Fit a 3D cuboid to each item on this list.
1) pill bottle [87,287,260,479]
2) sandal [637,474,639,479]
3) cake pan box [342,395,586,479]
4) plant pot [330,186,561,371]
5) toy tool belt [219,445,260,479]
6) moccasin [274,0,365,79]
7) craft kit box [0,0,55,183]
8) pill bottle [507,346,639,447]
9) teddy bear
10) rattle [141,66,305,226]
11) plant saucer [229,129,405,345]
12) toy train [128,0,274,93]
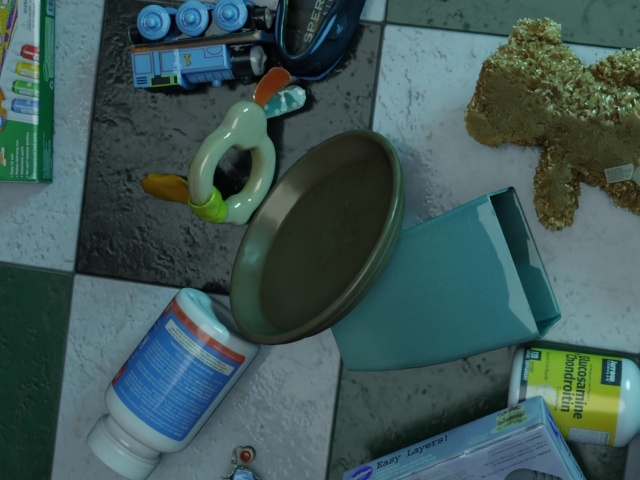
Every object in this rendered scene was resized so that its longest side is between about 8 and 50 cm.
[{"bbox_3d":[-0.183,0.177,1.619,0.124,0.124,0.221,38,97,6],"label":"pill bottle"},{"bbox_3d":[0.410,0.268,1.402,0.169,0.102,0.416,32,85,23],"label":"sandal"},{"bbox_3d":[0.184,0.331,1.537,0.266,0.070,0.246,-25,109,16],"label":"cake pan box"},{"bbox_3d":[0.129,0.057,1.544,0.234,0.165,0.166,-20,89,18],"label":"plant pot"},{"bbox_3d":[-0.098,0.297,1.645,0.052,0.051,0.083,9,94,9],"label":"toy tool belt"},{"bbox_3d":[0.026,-0.356,1.563,0.137,0.117,0.342,10,94,9],"label":"moccasin"},{"bbox_3d":[-0.460,-0.198,1.690,0.246,0.061,0.250,1,93,13],"label":"craft kit box"},{"bbox_3d":[0.309,0.182,1.542,0.184,0.103,0.103,6,93,10],"label":"pill bottle"},{"bbox_3d":[0.335,-0.118,1.521,0.338,0.113,0.245,13,115,15],"label":"teddy bear"},{"bbox_3d":[-0.117,-0.126,1.624,0.130,0.142,0.200,12,99,-33],"label":"rattle"},{"bbox_3d":[0.000,0.000,1.535,0.041,0.278,0.278,33,99,-30],"label":"plant saucer"},{"bbox_3d":[-0.143,-0.235,1.618,0.184,0.080,0.105,-4,96,15],"label":"toy train"}]
